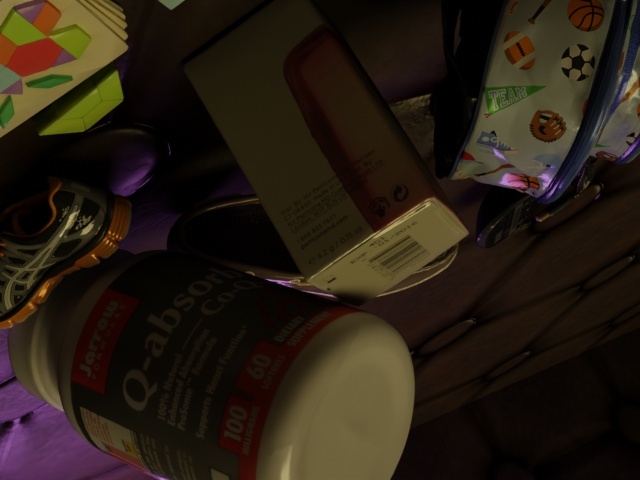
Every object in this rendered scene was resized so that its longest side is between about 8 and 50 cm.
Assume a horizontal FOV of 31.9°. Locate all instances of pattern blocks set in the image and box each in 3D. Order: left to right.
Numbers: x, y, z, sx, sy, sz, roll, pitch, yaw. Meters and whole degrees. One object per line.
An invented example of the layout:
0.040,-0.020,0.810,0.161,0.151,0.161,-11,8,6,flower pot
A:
-0.241,-0.128,0.815,0.325,0.026,0.285,-39,159,21,pattern blocks set

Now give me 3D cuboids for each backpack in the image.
0.198,-0.165,0.958,0.276,0.213,0.263,86,26,-68,backpack

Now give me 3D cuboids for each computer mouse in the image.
0.318,-0.070,1.694,0.262,0.060,0.184,-38,158,-12,computer mouse

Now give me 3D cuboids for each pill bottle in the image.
-0.113,0.126,1.053,0.210,0.363,0.210,-26,123,-48,pill bottle

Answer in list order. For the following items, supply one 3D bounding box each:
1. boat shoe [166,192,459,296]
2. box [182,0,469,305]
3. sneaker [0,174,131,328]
0.000,0.000,1.195,0.324,0.116,0.097,1,171,-9,boat shoe
0.008,-0.078,0.977,0.127,0.232,0.148,-34,160,10,box
-0.274,0.006,1.038,0.215,0.084,0.083,-35,135,23,sneaker
